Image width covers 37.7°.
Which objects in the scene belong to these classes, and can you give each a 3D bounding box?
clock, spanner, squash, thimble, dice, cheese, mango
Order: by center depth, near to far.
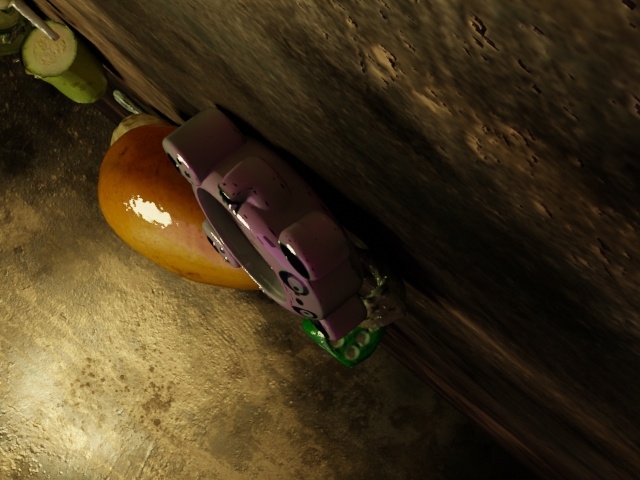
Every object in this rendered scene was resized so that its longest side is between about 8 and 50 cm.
[{"bbox_3d":[-0.054,-0.013,1.031,0.248,0.090,0.227,42,163,31],"label":"clock"},{"bbox_3d":[0.051,0.058,1.110,0.110,0.084,0.062,26,169,41],"label":"thimble"},{"bbox_3d":[-0.164,-0.038,1.314,0.350,0.201,0.199,28,-173,29],"label":"mango"},{"bbox_3d":[-0.462,-0.364,1.330,0.227,0.064,0.137,43,178,-19],"label":"cheese"},{"bbox_3d":[-0.392,-0.275,1.500,0.095,0.095,0.188,39,180,14],"label":"squash"},{"bbox_3d":[-0.286,-0.196,1.796,0.302,0.017,0.071,39,175,11],"label":"spanner"},{"bbox_3d":[0.050,0.171,1.909,0.131,0.128,0.120,43,173,-19],"label":"dice"}]

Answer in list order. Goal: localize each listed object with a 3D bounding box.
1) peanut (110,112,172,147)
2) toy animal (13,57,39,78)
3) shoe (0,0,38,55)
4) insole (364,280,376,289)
[{"bbox_3d":[-0.249,-0.127,1.554,0.136,0.120,0.298,14,-168,-38],"label":"peanut"},{"bbox_3d":[-0.471,-0.319,1.683,0.219,0.086,0.069,11,137,31],"label":"toy animal"},{"bbox_3d":[-0.547,-0.372,1.573,0.140,0.128,0.262,50,-158,-13],"label":"shoe"},{"bbox_3d":[0.054,0.055,1.552,0.135,0.002,0.045,36,174,37],"label":"insole"}]
